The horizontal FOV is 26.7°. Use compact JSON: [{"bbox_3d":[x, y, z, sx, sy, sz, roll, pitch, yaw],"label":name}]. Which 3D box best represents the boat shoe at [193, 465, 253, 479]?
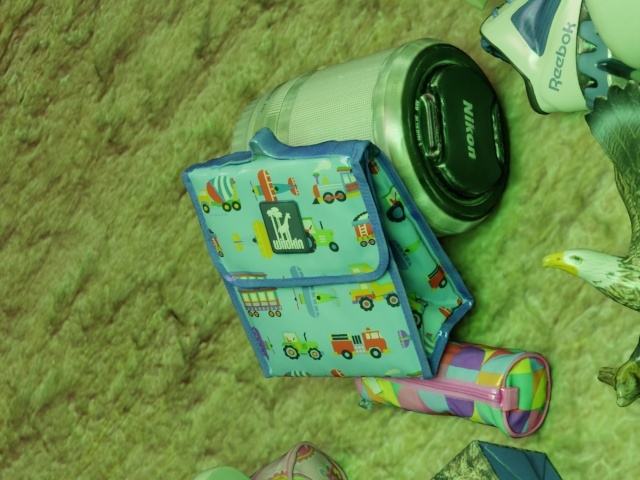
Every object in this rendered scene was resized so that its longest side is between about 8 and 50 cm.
[{"bbox_3d":[-0.099,0.420,1.529,0.158,0.127,0.340,-17,99,42],"label":"boat shoe"}]

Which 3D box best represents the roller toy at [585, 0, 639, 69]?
[{"bbox_3d":[0.365,-0.273,1.348,0.146,0.209,0.191,-8,87,40],"label":"roller toy"}]

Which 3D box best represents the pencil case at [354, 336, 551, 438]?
[{"bbox_3d":[0.138,0.153,1.492,0.236,0.104,0.104,5,81,42],"label":"pencil case"}]

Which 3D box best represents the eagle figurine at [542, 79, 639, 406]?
[{"bbox_3d":[0.321,0.007,1.277,0.226,0.225,0.298,14,94,55],"label":"eagle figurine"}]

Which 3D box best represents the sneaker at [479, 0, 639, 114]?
[{"bbox_3d":[0.263,-0.275,1.484,0.182,0.127,0.315,-7,75,39],"label":"sneaker"}]

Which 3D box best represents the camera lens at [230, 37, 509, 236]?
[{"bbox_3d":[0.061,-0.101,1.553,0.274,0.219,0.219,-11,70,40],"label":"camera lens"}]

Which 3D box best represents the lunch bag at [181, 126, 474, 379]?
[{"bbox_3d":[0.000,0.000,1.444,0.221,0.293,0.138,-4,37,34],"label":"lunch bag"}]

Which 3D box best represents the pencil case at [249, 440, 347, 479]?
[{"bbox_3d":[-0.088,0.345,1.631,0.284,0.124,0.124,-31,58,31],"label":"pencil case"}]

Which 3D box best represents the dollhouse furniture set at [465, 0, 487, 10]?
[{"bbox_3d":[0.198,-0.415,1.441,0.259,0.135,0.262,-64,4,-19],"label":"dollhouse furniture set"}]

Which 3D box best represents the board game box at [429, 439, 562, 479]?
[{"bbox_3d":[0.151,0.387,1.379,0.291,0.141,0.232,-47,51,21],"label":"board game box"}]
